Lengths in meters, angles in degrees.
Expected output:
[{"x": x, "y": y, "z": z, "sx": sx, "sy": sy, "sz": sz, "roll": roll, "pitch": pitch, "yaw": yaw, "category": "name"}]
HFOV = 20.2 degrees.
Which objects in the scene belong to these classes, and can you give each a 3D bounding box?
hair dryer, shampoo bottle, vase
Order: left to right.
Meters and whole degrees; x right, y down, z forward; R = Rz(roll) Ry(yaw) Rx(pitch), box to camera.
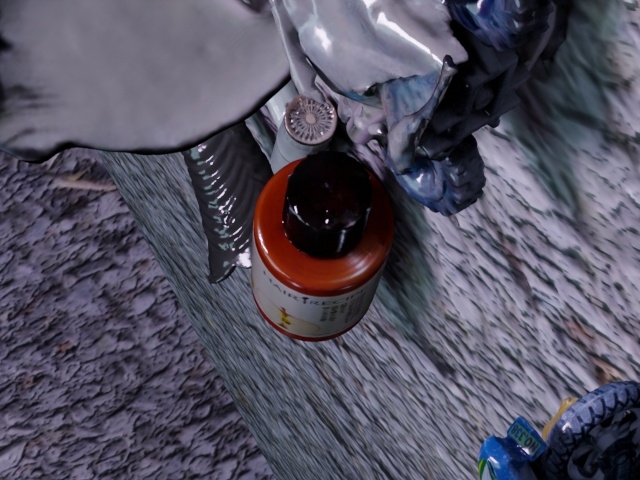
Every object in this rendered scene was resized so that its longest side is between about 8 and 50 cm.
[{"x": -0.094, "y": -0.092, "z": 1.574, "sx": 0.237, "sy": 0.115, "sz": 0.115, "roll": 66, "pitch": 169, "yaw": -5, "category": "vase"}, {"x": -0.045, "y": -0.138, "z": 1.386, "sx": 0.183, "sy": 0.044, "sz": 0.155, "roll": 63, "pitch": 169, "yaw": 7, "category": "hair dryer"}, {"x": 0.000, "y": 0.000, "z": 1.353, "sx": 0.104, "sy": 0.104, "sz": 0.278, "roll": 57, "pitch": 170, "yaw": 11, "category": "shampoo bottle"}]

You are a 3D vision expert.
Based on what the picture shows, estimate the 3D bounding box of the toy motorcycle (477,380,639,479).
[{"x": 0.147, "y": 0.171, "z": 1.036, "sx": 0.092, "sy": 0.135, "sz": 0.254, "roll": 51, "pitch": 167, "yaw": 39, "category": "toy motorcycle"}]

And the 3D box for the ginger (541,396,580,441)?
[{"x": 0.164, "y": 0.170, "z": 1.146, "sx": 0.165, "sy": 0.067, "sz": 0.096, "roll": 75, "pitch": -176, "yaw": -59, "category": "ginger"}]

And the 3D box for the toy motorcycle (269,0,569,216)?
[{"x": 0.027, "y": -0.131, "z": 0.863, "sx": 0.204, "sy": 0.108, "sz": 0.239, "roll": 51, "pitch": 145, "yaw": 16, "category": "toy motorcycle"}]

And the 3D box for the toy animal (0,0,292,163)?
[{"x": -0.099, "y": -0.188, "z": 1.021, "sx": 0.212, "sy": 0.212, "sz": 0.267, "roll": 70, "pitch": -166, "yaw": -46, "category": "toy animal"}]
